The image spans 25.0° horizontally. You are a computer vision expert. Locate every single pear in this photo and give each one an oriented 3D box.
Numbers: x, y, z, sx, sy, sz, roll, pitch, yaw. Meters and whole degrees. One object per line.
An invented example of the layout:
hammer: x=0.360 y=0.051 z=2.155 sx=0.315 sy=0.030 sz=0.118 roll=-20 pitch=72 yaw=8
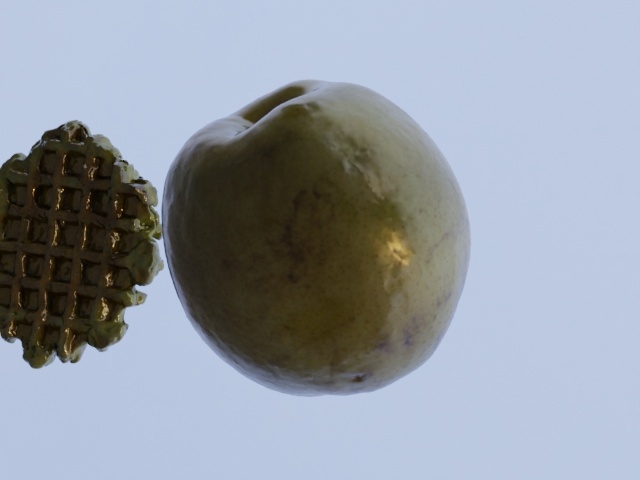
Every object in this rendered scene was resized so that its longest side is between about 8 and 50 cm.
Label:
pear: x=0.000 y=0.000 z=1.413 sx=0.314 sy=0.314 sz=0.314 roll=6 pitch=-80 yaw=39

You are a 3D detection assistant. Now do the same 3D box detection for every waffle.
waffle: x=-0.342 y=0.006 z=1.957 sx=0.302 sy=0.068 sz=0.325 roll=-42 pitch=-111 yaw=14
